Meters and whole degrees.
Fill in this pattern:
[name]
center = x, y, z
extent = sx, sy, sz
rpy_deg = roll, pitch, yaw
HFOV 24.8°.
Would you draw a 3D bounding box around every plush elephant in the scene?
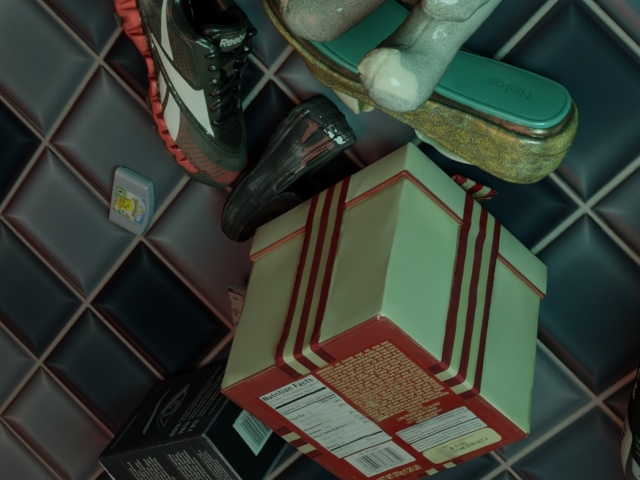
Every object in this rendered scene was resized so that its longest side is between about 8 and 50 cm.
[plush elephant]
center = 0.061, -0.312, 1.199
extent = 0.330, 0.272, 0.255
rpy_deg = -40, 122, 9

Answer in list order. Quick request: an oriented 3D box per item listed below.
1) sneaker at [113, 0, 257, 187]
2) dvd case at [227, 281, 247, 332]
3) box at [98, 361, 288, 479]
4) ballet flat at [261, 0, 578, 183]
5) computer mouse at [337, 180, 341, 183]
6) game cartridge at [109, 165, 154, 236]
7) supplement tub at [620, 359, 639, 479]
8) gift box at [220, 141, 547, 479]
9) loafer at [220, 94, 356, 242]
[sneaker]
center = -0.125, -0.182, 1.554
extent = 0.135, 0.097, 0.276
rpy_deg = -2, 116, 37
[dvd case]
center = -0.067, 0.106, 1.745
extent = 0.087, 0.013, 0.119
rpy_deg = 20, 139, 23
[box]
center = -0.147, 0.243, 1.802
extent = 0.207, 0.153, 0.108
rpy_deg = -19, 116, 42
[ballet flat]
center = 0.086, -0.156, 1.428
extent = 0.348, 0.123, 0.123
rpy_deg = 28, 131, 16
[computer mouse]
center = 0.000, 0.000, 1.636
extent = 0.071, 0.041, 0.242
rpy_deg = 26, 141, -17
[game cartridge]
center = -0.229, -0.046, 1.770
extent = 0.056, 0.017, 0.083
rpy_deg = 25, 130, 14
[supplement tub]
center = 0.396, 0.139, 1.340
extent = 0.207, 0.207, 0.338
rpy_deg = 22, 128, 21
[gift box]
center = 0.076, 0.088, 1.481
extent = 0.255, 0.258, 0.276
rpy_deg = -23, 128, 33
[loafer]
center = -0.038, -0.063, 1.588
extent = 0.078, 0.076, 0.223
rpy_deg = 47, 130, 10
